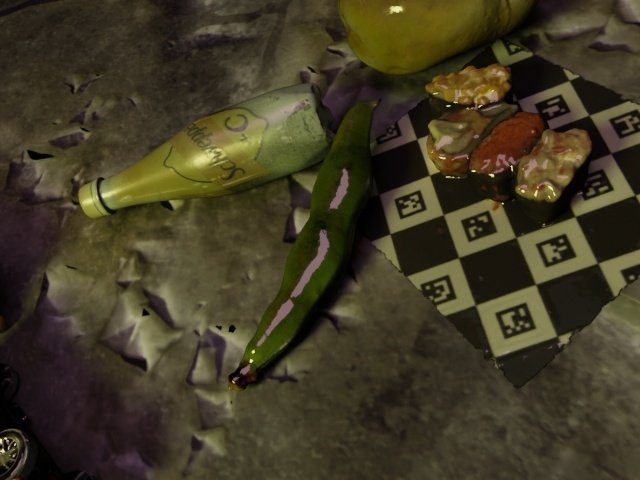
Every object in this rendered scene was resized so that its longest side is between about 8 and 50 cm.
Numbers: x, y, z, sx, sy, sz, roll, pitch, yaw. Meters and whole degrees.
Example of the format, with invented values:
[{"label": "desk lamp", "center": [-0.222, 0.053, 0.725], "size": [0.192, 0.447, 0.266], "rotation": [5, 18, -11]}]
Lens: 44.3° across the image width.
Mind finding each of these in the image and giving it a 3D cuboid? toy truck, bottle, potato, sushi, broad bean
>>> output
[{"label": "toy truck", "center": [-0.295, 0.175, 0.658], "size": [0.114, 0.107, 0.253], "rotation": [-46, 51, -13]}, {"label": "bottle", "center": [-0.117, -0.077, 0.780], "size": [0.270, 0.083, 0.083], "rotation": [-19, 50, 13]}, {"label": "potato", "center": [0.116, -0.242, 0.760], "size": [0.200, 0.154, 0.137], "rotation": [-21, 88, -1]}, {"label": "sushi", "center": [0.158, -0.064, 0.665], "size": [0.264, 0.050, 0.290], "rotation": [-40, 50, -7]}, {"label": "broad bean", "center": [0.001, 0.000, 0.687], "size": [0.060, 0.043, 0.297], "rotation": [10, 67, 31]}]

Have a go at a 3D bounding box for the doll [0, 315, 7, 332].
[{"label": "doll", "center": [-0.461, 0.026, 0.814], "size": [0.270, 0.166, 0.162], "rotation": [32, 75, 35]}]
